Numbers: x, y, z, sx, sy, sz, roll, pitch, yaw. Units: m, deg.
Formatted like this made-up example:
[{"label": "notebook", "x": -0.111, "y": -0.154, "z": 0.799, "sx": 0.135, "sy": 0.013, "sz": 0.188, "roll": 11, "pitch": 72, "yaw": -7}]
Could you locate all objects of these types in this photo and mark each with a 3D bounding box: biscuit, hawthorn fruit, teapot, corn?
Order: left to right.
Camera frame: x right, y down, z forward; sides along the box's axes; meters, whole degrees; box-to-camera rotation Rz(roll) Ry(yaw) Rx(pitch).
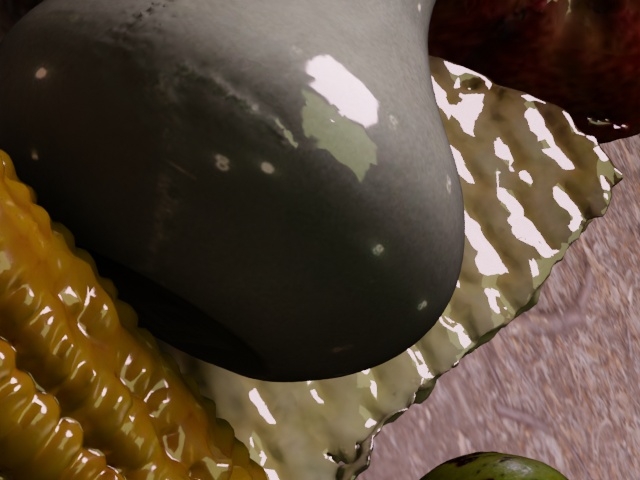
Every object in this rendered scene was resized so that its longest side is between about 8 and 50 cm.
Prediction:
[{"label": "corn", "x": -0.092, "y": 0.067, "z": 0.404, "sx": 0.363, "sy": 0.120, "sz": 0.120, "roll": 50, "pitch": 28, "yaw": -26}, {"label": "biscuit", "x": 0.000, "y": 0.000, "z": 0.593, "sx": 0.187, "sy": 0.036, "sz": 0.273, "roll": 45, "pitch": 63, "yaw": 8}, {"label": "teapot", "x": 0.000, "y": -0.080, "z": 0.488, "sx": 0.183, "sy": 0.183, "sz": 0.251, "roll": 42, "pitch": 70, "yaw": -37}, {"label": "hawthorn fruit", "x": 0.162, "y": -0.219, "z": 0.995, "sx": 0.285, "sy": 0.285, "sz": 0.369, "roll": 56, "pitch": 17, "yaw": -14}]

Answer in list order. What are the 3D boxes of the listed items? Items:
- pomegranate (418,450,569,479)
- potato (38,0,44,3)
[{"label": "pomegranate", "x": 0.066, "y": 0.159, "z": 0.629, "sx": 0.161, "sy": 0.122, "sz": 0.122, "roll": 10, "pitch": 52, "yaw": -27}, {"label": "potato", "x": -0.094, "y": -0.165, "z": 0.616, "sx": 0.202, "sy": 0.182, "sz": 0.117, "roll": -99, "pitch": -171, "yaw": -56}]
